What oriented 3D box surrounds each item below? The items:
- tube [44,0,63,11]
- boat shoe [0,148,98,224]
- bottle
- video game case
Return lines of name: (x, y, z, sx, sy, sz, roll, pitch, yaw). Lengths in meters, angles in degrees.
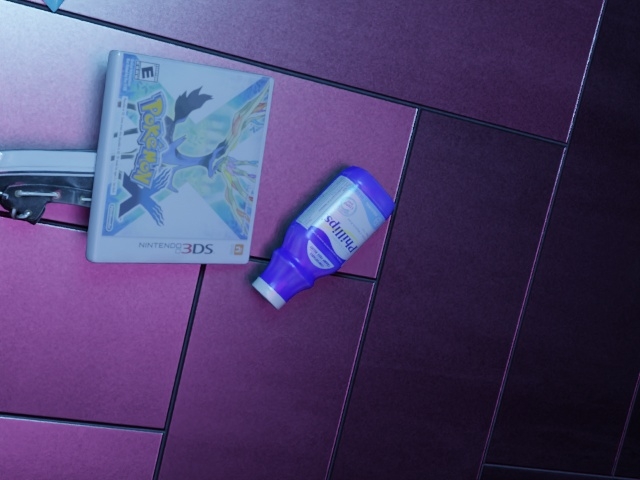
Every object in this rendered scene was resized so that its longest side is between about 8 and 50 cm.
tube: (-0.366, -0.454, 1.465, 0.207, 0.052, 0.080, -43, 107, -2)
boat shoe: (-0.446, -0.082, 1.466, 0.335, 0.121, 0.119, -2, 97, -22)
bottle: (0.000, 0.000, 1.666, 0.283, 0.092, 0.118, -45, 113, -7)
video game case: (-0.222, -0.123, 1.539, 0.300, 0.036, 0.328, 2, 100, -41)
